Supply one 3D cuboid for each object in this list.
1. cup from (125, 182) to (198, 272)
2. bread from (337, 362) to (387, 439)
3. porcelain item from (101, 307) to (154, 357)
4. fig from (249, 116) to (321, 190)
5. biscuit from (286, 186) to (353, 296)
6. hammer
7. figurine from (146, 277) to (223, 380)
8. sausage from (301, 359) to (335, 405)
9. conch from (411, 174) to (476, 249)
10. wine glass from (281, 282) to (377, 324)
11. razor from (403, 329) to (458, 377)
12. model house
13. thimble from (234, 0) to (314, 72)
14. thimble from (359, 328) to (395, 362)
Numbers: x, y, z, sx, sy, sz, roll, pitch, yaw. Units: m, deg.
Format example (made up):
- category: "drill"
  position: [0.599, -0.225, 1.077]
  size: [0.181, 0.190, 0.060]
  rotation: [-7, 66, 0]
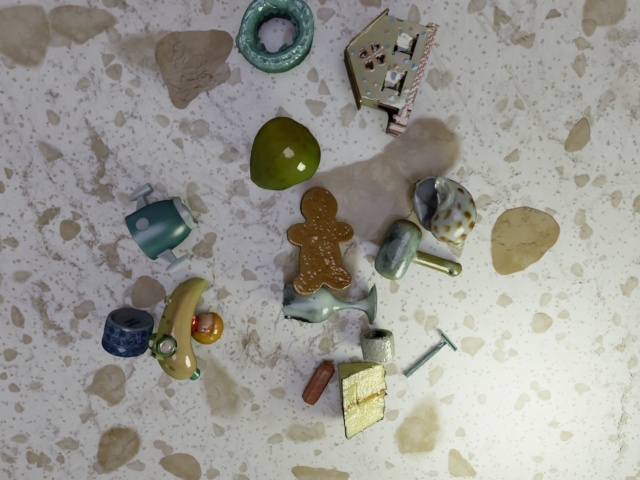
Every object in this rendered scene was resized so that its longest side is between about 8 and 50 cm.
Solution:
- category: "cup"
  position: [-0.476, -0.049, 1.370]
  size: [0.173, 0.167, 0.300]
  rotation: [-30, 77, -5]
- category: "bread"
  position: [0.156, 0.547, 1.552]
  size: [0.177, 0.135, 0.241]
  rotation: [-5, 101, -2]
- category: "porcelain item"
  position: [-0.621, 0.299, 1.442]
  size: [0.147, 0.147, 0.114]
  rotation: [15, 102, -7]
- category: "fig"
  position: [-0.106, -0.247, 1.335]
  size: [0.207, 0.207, 0.230]
  rotation: [19, 134, -7]
- category: "biscuit"
  position: [0.000, 0.000, 1.431]
  size: [0.215, 0.047, 0.340]
  rotation: [-6, 83, -11]
- category: "hammer"
  position: [0.340, 0.063, 1.484]
  size: [0.305, 0.113, 0.202]
  rotation: [21, 104, -16]
- category: "figurine"
  position: [-0.417, 0.283, 1.442]
  size: [0.222, 0.124, 0.325]
  rotation: [21, 75, -31]
- category: "sausage"
  position: [-0.002, 0.493, 1.568]
  size: [0.065, 0.065, 0.170]
  rotation: [27, 101, -9]
- category: "conch"
  position: [0.407, -0.084, 1.422]
  size: [0.148, 0.182, 0.275]
  rotation: [-20, 112, -31]
- category: "wine glass"
  position: [0.030, 0.205, 1.471]
  size: [0.320, 0.143, 0.144]
  rotation: [2, 102, -2]
- category: "razor"
  position: [0.381, 0.419, 1.595]
  size: [0.211, 0.036, 0.084]
  rotation: [-43, 78, 12]
- category: "model house"
  position: [0.180, -0.497, 1.319]
  size: [0.244, 0.169, 0.327]
  rotation: [17, 99, 0]
- category: "thimble"
  position: [-0.132, -0.588, 1.279]
  size: [0.234, 0.143, 0.199]
  rotation: [-20, 102, 0]
- category: "thimble"
  position: [0.195, 0.356, 1.529]
  size: [0.115, 0.102, 0.090]
  rotation: [-10, 102, -9]
